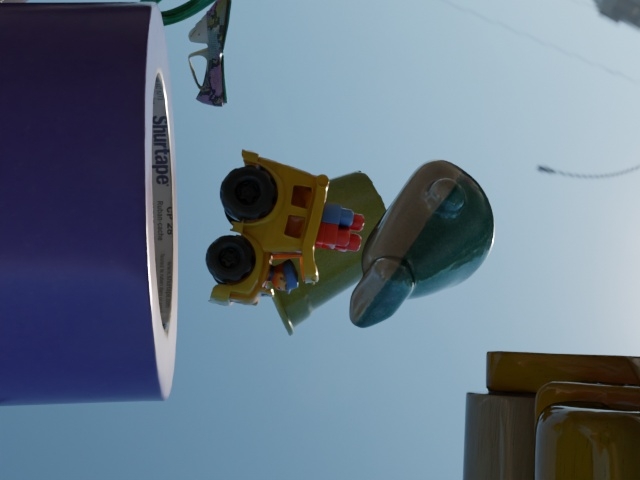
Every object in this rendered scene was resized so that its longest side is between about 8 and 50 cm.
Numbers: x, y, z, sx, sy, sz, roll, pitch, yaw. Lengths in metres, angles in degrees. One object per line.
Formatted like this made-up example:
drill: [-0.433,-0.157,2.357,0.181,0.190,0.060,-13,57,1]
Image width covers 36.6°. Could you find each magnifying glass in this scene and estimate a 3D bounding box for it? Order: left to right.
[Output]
magnifying glass: [-0.110,-0.316,1.165,0.231,0.092,0.026,-28,-97,-9]

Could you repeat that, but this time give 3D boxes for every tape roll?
tape roll: [-0.113,-0.017,0.461,0.080,0.189,0.189,-1,-143,-6]

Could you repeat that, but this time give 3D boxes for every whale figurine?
whale figurine: [0.129,0.018,1.198,0.141,0.216,0.272,34,-143,1]

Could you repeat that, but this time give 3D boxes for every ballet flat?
ballet flat: [-0.208,-0.353,1.811,0.079,0.221,0.077,2,-148,-6]

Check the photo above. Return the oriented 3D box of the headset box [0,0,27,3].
headset box: [-0.335,-0.340,0.922,0.293,0.110,0.218,-44,-90,-16]

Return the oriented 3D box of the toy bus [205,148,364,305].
toy bus: [-0.049,0.000,1.387,0.211,0.220,0.149,13,172,-2]

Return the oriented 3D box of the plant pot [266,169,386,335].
plant pot: [0.000,0.000,1.794,0.254,0.276,0.276,-24,-132,-5]

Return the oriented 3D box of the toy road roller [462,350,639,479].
toy road roller: [0.210,0.187,0.732,0.240,0.202,0.329,8,171,-42]
